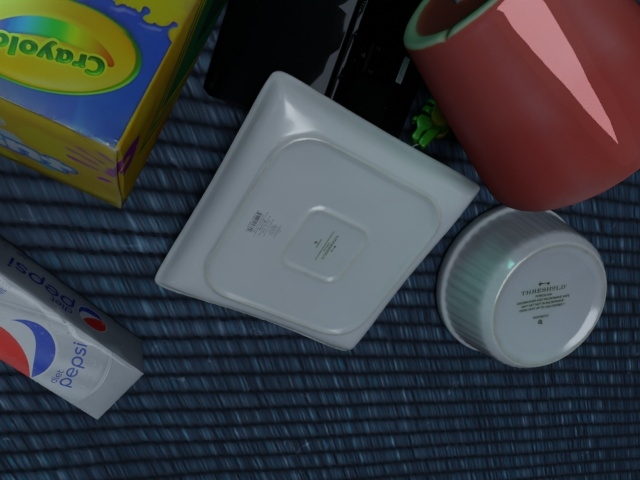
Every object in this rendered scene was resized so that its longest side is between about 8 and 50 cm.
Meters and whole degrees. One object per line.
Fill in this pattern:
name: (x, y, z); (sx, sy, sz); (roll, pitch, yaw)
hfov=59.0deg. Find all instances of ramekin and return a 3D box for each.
ramekin: (0.336, 0.083, 0.926); (0.272, 0.127, 0.273); (-6, 110, -16)

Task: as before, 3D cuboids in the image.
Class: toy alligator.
toy alligator: (0.161, -0.175, 0.823); (0.189, 0.056, 0.051); (-40, 76, -2)

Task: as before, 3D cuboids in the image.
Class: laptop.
laptop: (0.016, -0.261, 0.765); (0.264, 0.136, 0.234); (7, 108, -47)

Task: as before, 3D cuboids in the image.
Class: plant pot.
plant pot: (0.247, -0.214, 0.671); (0.243, 0.275, 0.275); (40, 93, -24)

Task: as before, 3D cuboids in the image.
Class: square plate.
square plate: (0.000, 0.000, 0.783); (0.343, 0.049, 0.347); (24, 115, -26)

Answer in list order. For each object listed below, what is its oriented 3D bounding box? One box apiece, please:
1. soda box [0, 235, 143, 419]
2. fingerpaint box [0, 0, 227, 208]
soda box: (-0.364, 0.101, 0.719); (0.091, 0.098, 0.286); (-44, 116, 1)
fingerpaint box: (-0.286, -0.292, 0.443); (0.444, 0.163, 0.371); (24, 72, -12)
